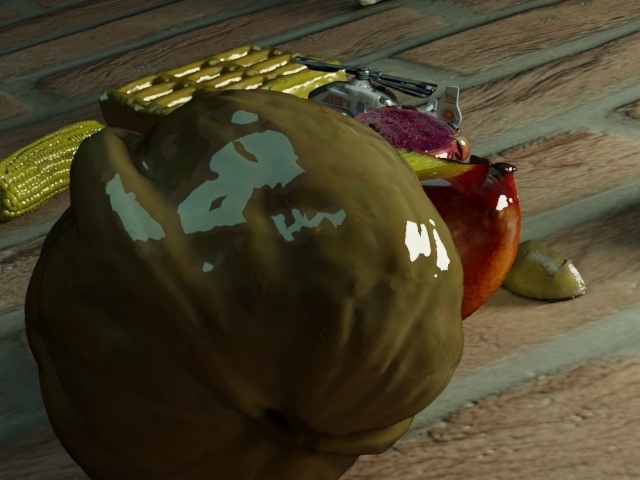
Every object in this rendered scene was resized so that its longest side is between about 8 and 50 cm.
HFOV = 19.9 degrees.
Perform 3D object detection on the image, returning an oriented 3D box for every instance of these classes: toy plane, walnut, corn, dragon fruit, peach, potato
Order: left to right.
[{"bbox_3d":[-0.303,-0.080,2.013,0.072,0.072,0.203,0,22,33],"label":"corn"},{"bbox_3d":[-0.058,0.038,1.208,0.296,0.285,0.285,-43,12,17],"label":"walnut"},{"bbox_3d":[0.059,-0.145,1.953,0.197,0.078,0.053,14,27,24],"label":"toy plane"},{"bbox_3d":[0.047,0.008,1.403,0.158,0.154,0.267,-14,16,-30],"label":"peach"},{"bbox_3d":[0.080,-0.082,1.784,0.126,0.068,0.112,-5,33,-19],"label":"dragon fruit"},{"bbox_3d":[0.170,0.022,1.468,0.037,0.036,0.093,-19,21,-27],"label":"potato"}]

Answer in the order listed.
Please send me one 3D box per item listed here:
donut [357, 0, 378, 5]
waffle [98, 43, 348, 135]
[{"bbox_3d":[0.219,-0.434,2.540,0.371,0.150,0.307,0,23,34],"label":"donut"},{"bbox_3d":[-0.116,-0.169,2.162,0.221,0.055,0.248,-22,22,-25],"label":"waffle"}]
